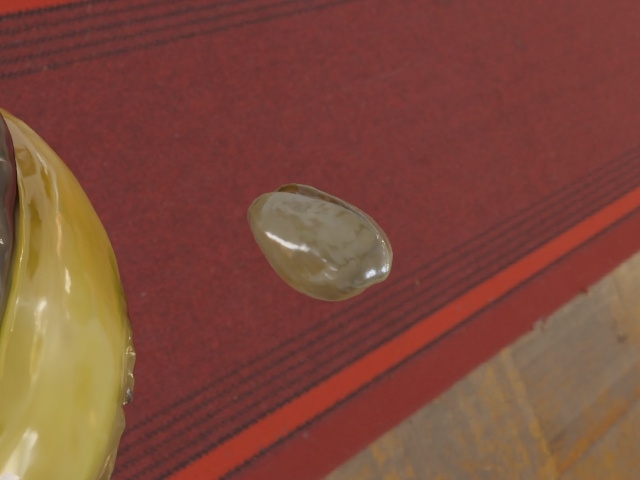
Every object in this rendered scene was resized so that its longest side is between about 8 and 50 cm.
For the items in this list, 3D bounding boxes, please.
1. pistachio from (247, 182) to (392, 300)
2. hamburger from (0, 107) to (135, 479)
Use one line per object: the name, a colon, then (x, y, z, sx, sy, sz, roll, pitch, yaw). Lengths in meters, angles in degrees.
pistachio: (0.000, 0.000, 1.202, 0.185, 0.124, 0.124, 34, 41, 19)
hamburger: (-0.296, 0.032, 0.486, 0.277, 0.396, 0.395, 55, 40, -51)
